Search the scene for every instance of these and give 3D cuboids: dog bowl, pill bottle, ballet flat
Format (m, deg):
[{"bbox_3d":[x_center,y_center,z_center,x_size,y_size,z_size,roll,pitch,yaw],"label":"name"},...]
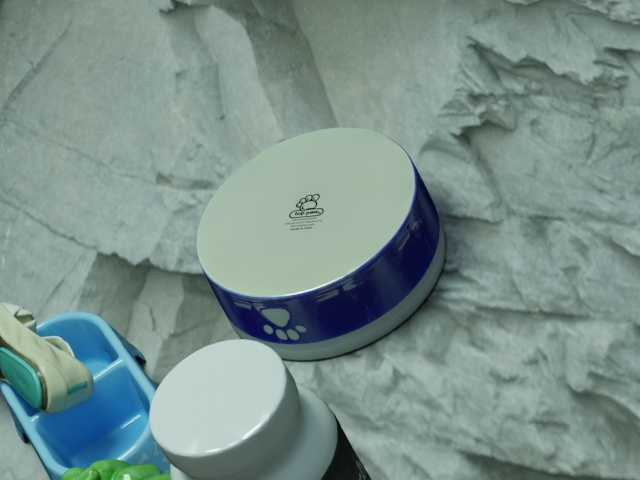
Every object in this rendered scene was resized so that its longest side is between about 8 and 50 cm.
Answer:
[{"bbox_3d":[0.000,0.000,2.030,0.265,0.104,0.265,-14,42,14],"label":"dog bowl"},{"bbox_3d":[-0.041,0.228,1.682,0.162,0.278,0.162,-15,43,14],"label":"pill bottle"},{"bbox_3d":[-0.330,0.117,2.003,0.086,0.086,0.248,-42,44,-16],"label":"ballet flat"},{"bbox_3d":[-0.251,0.184,1.996,0.166,0.074,0.297,-34,42,-8],"label":"dog bowl"}]

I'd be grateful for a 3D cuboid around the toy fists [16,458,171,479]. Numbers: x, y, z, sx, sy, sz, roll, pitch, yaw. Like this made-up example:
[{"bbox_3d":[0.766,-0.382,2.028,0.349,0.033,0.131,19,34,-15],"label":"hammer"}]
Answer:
[{"bbox_3d":[-0.264,0.297,1.830,0.279,0.096,0.142,-13,68,17],"label":"toy fists"}]
